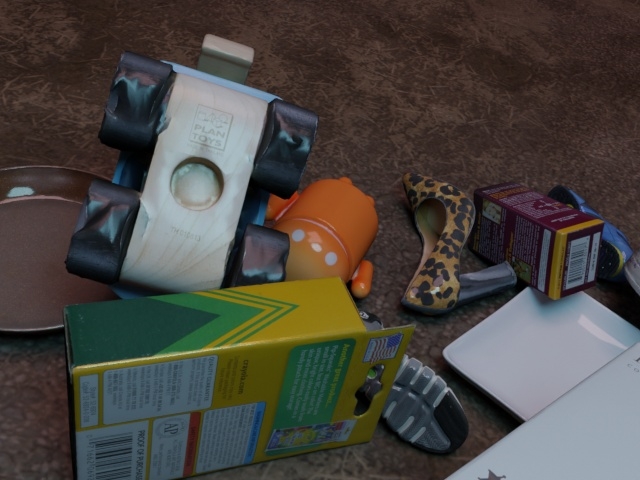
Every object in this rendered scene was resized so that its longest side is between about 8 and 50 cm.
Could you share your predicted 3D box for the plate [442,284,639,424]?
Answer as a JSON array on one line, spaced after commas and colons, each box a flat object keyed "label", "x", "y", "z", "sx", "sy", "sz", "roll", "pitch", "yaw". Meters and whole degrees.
[{"label": "plate", "x": 0.335, "y": 0.181, "z": 0.945, "sx": 0.278, "sy": 0.045, "sz": 0.277, "roll": -27, "pitch": 53, "yaw": -38}]

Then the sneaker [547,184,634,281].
[{"label": "sneaker", "x": 0.441, "y": -0.009, "z": 1.190, "sx": 0.082, "sy": 0.069, "sz": 0.209, "roll": 8, "pitch": 36, "yaw": -30}]

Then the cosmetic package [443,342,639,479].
[{"label": "cosmetic package", "x": 0.220, "y": 0.262, "z": 0.595, "sx": 0.385, "sy": 0.156, "sz": 0.217, "roll": -23, "pitch": 50, "yaw": -37}]

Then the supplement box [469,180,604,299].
[{"label": "supplement box", "x": 0.307, "y": -0.006, "z": 1.064, "sx": 0.081, "sy": 0.104, "sz": 0.188, "roll": -14, "pitch": 28, "yaw": -24}]

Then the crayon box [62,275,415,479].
[{"label": "crayon box", "x": -0.086, "y": 0.144, "z": 0.745, "sx": 0.323, "sy": 0.203, "sz": 0.083, "roll": -4, "pitch": 42, "yaw": -21}]

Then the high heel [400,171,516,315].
[{"label": "high heel", "x": 0.144, "y": -0.007, "z": 1.075, "sx": 0.186, "sy": 0.093, "sz": 0.261, "roll": -13, "pitch": 51, "yaw": -29}]

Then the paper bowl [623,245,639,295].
[{"label": "paper bowl", "x": 0.572, "y": 0.071, "z": 0.990, "sx": 0.284, "sy": 0.148, "sz": 0.284, "roll": 28, "pitch": 22, "yaw": -12}]

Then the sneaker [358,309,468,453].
[{"label": "sneaker", "x": 0.086, "y": 0.149, "z": 0.888, "sx": 0.229, "sy": 0.086, "sz": 0.132, "roll": 39, "pitch": 16, "yaw": 2}]

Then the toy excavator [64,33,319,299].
[{"label": "toy excavator", "x": -0.163, "y": -0.115, "z": 0.966, "sx": 0.222, "sy": 0.445, "sz": 0.433, "roll": 15, "pitch": 82, "yaw": -14}]

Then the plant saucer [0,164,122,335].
[{"label": "plant saucer", "x": -0.362, "y": 0.013, "z": 0.941, "sx": 0.310, "sy": 0.050, "sz": 0.310, "roll": 8, "pitch": 39, "yaw": -6}]

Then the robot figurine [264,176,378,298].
[{"label": "robot figurine", "x": 0.002, "y": 0.001, "z": 0.997, "sx": 0.128, "sy": 0.158, "sz": 0.219, "roll": -2, "pitch": 31, "yaw": 29}]
